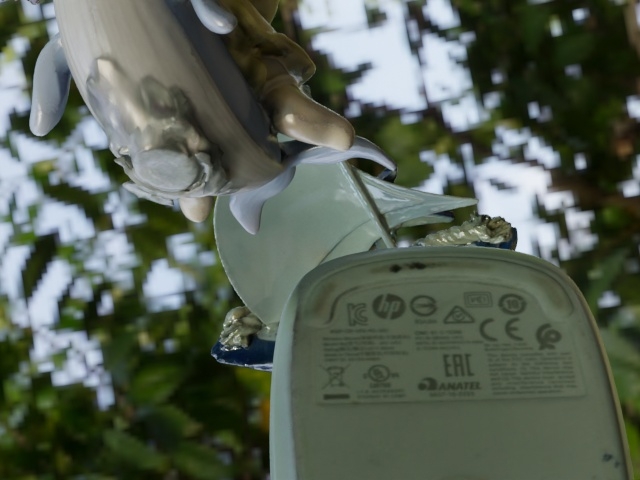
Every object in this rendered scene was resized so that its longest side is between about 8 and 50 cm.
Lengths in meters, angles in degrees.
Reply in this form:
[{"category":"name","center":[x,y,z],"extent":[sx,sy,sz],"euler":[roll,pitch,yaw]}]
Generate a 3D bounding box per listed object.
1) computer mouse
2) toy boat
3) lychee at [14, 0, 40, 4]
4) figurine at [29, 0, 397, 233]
[{"category":"computer mouse","center":[0.059,0.130,0.860],"extent":[0.097,0.159,0.288],"euler":[91,175,-48]},{"category":"toy boat","center":[0.030,-0.002,1.281],"extent":[0.291,0.210,0.070],"euler":[93,165,-51]},{"category":"lychee","center":[-0.201,-0.299,1.379],"extent":[0.304,0.276,0.275],"euler":[-92,-18,-59]},{"category":"figurine","center":[-0.059,-0.093,0.955],"extent":[0.208,0.128,0.183],"euler":[49,-145,-29]}]
